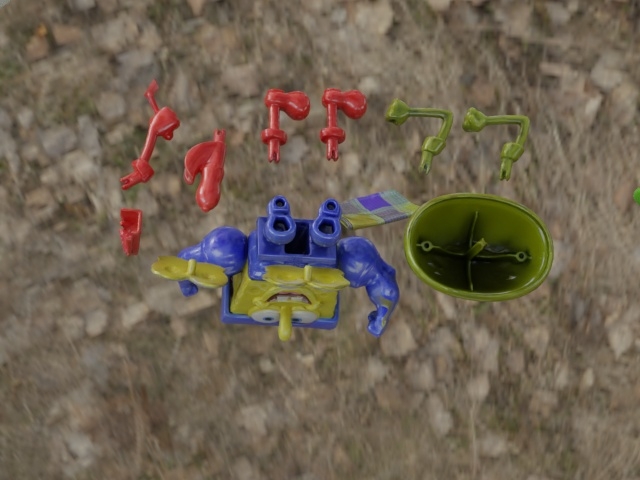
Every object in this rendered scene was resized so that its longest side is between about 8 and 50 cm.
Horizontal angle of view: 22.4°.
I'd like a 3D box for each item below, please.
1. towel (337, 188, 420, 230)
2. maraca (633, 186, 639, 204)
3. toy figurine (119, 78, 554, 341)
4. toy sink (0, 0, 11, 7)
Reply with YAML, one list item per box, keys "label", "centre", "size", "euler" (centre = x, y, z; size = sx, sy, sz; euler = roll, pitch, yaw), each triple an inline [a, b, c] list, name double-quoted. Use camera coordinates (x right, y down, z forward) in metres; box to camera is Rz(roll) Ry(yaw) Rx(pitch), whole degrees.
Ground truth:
- label: "towel"
  centre: [0.051, -0.030, 1.540]
  size: [0.083, 0.009, 0.060]
  euler: [-12, 27, -22]
- label: "maraca"
  centre: [0.328, -0.043, 1.324]
  size: [0.127, 0.185, 0.099]
  euler: [45, 54, 12]
- label: "toy figurine"
  centre: [0.000, 0.000, 1.427]
  size: [0.363, 0.217, 0.191]
  euler: [2, 64, -9]
- label: "toy sink"
  centre: [-0.276, -0.241, 1.016]
  size: [0.153, 0.131, 0.234]
  euler: [-22, 49, 31]
